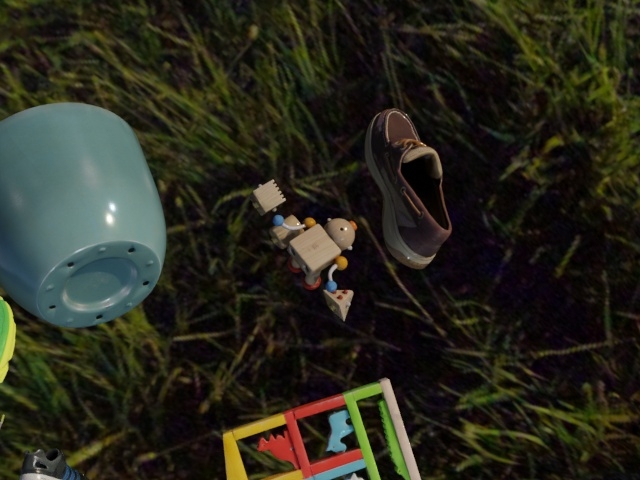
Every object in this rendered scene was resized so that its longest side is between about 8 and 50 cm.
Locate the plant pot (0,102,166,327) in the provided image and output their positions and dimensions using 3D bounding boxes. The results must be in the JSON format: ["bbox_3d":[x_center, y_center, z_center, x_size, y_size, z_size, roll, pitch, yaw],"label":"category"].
[{"bbox_3d":[-0.363,-0.015,1.310,0.293,0.293,0.235,-41,56,12],"label":"plant pot"}]

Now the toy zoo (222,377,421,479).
[{"bbox_3d":[-0.014,0.330,1.252,0.293,0.030,0.192,-17,88,-7],"label":"toy zoo"}]

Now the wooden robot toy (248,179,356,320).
[{"bbox_3d":[0.000,0.000,0.972,0.079,0.076,0.173,-34,75,-17],"label":"wooden robot toy"}]

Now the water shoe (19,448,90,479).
[{"bbox_3d":[-0.503,0.445,1.720,0.073,0.203,0.080,-6,71,13],"label":"water shoe"}]

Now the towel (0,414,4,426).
[{"bbox_3d":[-0.677,0.395,1.811,0.060,0.009,0.083,-16,42,34],"label":"towel"}]

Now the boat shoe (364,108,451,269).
[{"bbox_3d":[0.163,-0.116,1.530,0.123,0.123,0.342,-48,33,40],"label":"boat shoe"}]

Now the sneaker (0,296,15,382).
[{"bbox_3d":[-0.393,0.140,0.775,0.109,0.123,0.295,12,46,42],"label":"sneaker"}]
